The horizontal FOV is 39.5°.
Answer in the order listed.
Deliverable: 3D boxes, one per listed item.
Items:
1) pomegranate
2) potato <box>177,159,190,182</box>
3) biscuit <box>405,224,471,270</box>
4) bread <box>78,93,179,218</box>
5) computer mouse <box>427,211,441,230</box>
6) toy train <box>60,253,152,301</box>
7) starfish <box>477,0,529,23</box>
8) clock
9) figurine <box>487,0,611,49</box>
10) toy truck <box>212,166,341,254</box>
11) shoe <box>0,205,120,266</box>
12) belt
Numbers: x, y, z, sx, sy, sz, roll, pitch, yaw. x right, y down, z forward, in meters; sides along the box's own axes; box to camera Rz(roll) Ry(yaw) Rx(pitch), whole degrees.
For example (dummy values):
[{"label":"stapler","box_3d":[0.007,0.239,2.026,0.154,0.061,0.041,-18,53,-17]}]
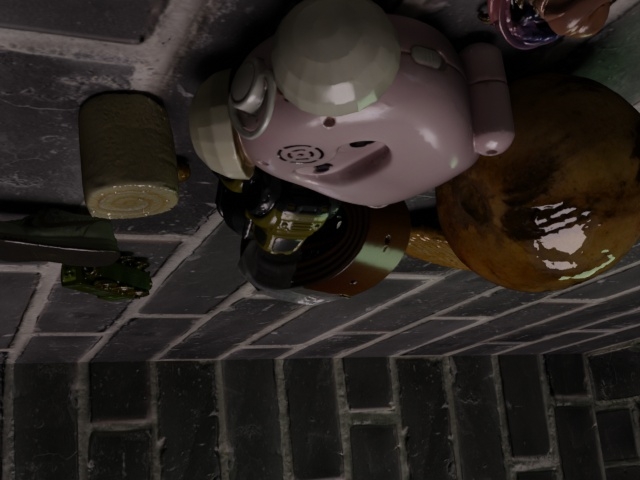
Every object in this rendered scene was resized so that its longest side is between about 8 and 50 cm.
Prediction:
[{"label":"pomegranate","box_3d":[0.311,-0.083,1.250,0.322,0.322,0.322,-5,164,-1]},{"label":"potato","box_3d":[-0.248,-0.112,1.435,0.083,0.040,0.051,4,156,-33]},{"label":"biscuit","box_3d":[0.256,0.014,1.889,0.254,0.035,0.254,16,169,3]},{"label":"bread","box_3d":[-0.268,-0.115,1.246,0.134,0.141,0.148,-1,165,-25]},{"label":"computer mouse","box_3d":[0.364,-0.029,1.831,0.295,0.087,0.168,21,166,-27]},{"label":"toy train","box_3d":[-0.465,0.079,1.939,0.137,0.090,0.225,-8,164,22]},{"label":"starfish","box_3d":[0.229,-0.272,1.060,0.078,0.028,0.091,-5,169,-8]},{"label":"clock","box_3d":[0.030,-0.166,1.130,0.326,0.184,0.342,13,151,-35]},{"label":"figurine","box_3d":[0.246,-0.261,0.925,0.126,0.114,0.157,25,180,-13]},{"label":"toy truck","box_3d":[-0.081,-0.059,1.350,0.147,0.224,0.165,2,120,-34]},{"label":"shoe","box_3d":[-0.500,-0.013,1.605,0.275,0.098,0.103,6,153,-27]},{"label":"belt","box_3d":[0.000,0.000,1.577,0.122,0.217,0.339,12,159,-43]}]
